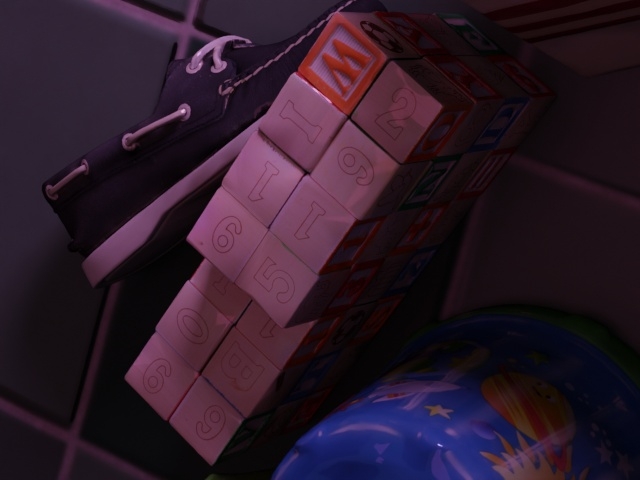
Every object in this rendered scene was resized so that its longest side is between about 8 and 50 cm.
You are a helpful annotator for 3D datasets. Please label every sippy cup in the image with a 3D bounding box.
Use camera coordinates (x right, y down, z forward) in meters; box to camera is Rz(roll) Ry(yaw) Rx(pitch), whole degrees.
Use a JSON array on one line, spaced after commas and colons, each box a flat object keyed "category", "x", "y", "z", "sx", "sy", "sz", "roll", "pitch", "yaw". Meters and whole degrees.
[{"category": "sippy cup", "x": 0.082, "y": 0.166, "z": 1.115, "sx": 0.305, "sy": 0.224, "sz": 0.240, "roll": -44, "pitch": 76, "yaw": 25}]

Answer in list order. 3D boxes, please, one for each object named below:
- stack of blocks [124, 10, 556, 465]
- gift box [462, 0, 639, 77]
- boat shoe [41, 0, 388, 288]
[{"category": "stack of blocks", "x": 0.000, "y": 0.000, "z": 1.170, "sx": 0.087, "sy": 0.171, "sz": 0.297, "roll": 43, "pitch": 114, "yaw": 18}, {"category": "gift box", "x": 0.212, "y": -0.244, "z": 0.987, "sx": 0.258, "sy": 0.276, "sz": 0.255, "roll": -10, "pitch": 78, "yaw": 33}, {"category": "boat shoe", "x": -0.075, "y": -0.080, "z": 1.235, "sx": 0.302, "sy": 0.114, "sz": 0.091, "roll": -37, "pitch": 84, "yaw": 26}]
